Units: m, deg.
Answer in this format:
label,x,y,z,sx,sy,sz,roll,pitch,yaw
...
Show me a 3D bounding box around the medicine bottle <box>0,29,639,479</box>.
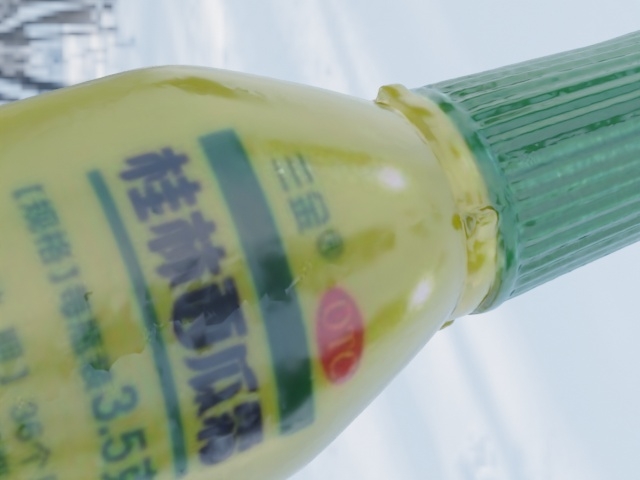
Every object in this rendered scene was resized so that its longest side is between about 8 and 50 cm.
label,x,y,z,sx,sy,sz,roll,pitch,yaw
medicine bottle,0.000,0.000,0.383,0.064,0.260,0.095,-1,106,63
